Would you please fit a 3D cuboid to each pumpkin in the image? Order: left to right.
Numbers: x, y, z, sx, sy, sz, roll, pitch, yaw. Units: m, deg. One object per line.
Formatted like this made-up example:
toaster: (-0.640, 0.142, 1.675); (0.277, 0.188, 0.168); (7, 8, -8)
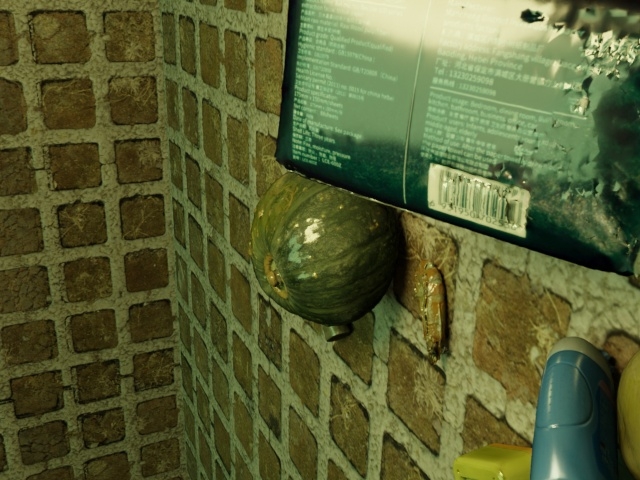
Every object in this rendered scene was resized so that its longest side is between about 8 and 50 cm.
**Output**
pumpkin: (0.000, 0.000, 1.304); (0.328, 0.257, 0.291); (34, 141, 49)

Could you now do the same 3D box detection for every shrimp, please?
shrimp: (0.194, 0.125, 1.192); (0.091, 0.043, 0.184); (144, 121, -71)

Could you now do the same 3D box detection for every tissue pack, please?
tissue pack: (0.179, -0.154, 0.706); (0.416, 0.253, 0.264); (18, 117, 31)

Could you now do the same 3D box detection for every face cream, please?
face cream: (0.295, 0.210, 0.788); (0.083, 0.264, 0.149); (-12, 114, 29)

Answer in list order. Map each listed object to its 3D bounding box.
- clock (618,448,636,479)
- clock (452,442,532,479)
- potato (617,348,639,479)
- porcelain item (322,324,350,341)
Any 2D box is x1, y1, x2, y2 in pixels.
clock: (0.365, 0.406, 0.845); (0.223, 0.094, 0.274); (-149, 56, -61)
clock: (0.286, 0.414, 1.017); (0.143, 0.096, 0.202); (-23, 78, 62)
potato: (0.379, 0.181, 0.674); (0.235, 0.160, 0.178); (103, -172, -65)
porcelain item: (0.012, 0.120, 1.562); (0.084, 0.054, 0.213); (-47, 55, 58)
